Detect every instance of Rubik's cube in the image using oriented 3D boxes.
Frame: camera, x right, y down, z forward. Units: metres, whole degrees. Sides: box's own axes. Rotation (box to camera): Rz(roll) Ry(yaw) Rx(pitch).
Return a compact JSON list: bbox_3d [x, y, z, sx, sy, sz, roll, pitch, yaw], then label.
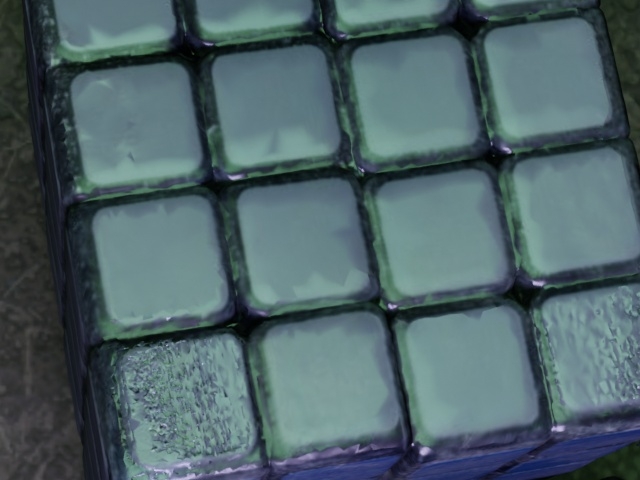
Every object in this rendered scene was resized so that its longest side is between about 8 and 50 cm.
[{"bbox_3d":[0.000,0.000,1.260,0.337,0.344,0.344,-8,76,-11],"label":"Rubik's cube"}]

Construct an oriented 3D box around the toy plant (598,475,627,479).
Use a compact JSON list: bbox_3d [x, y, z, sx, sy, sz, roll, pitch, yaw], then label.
[{"bbox_3d":[0.084,0.315,1.257,0.400,0.279,0.185,-36,49,-22],"label":"toy plant"}]
